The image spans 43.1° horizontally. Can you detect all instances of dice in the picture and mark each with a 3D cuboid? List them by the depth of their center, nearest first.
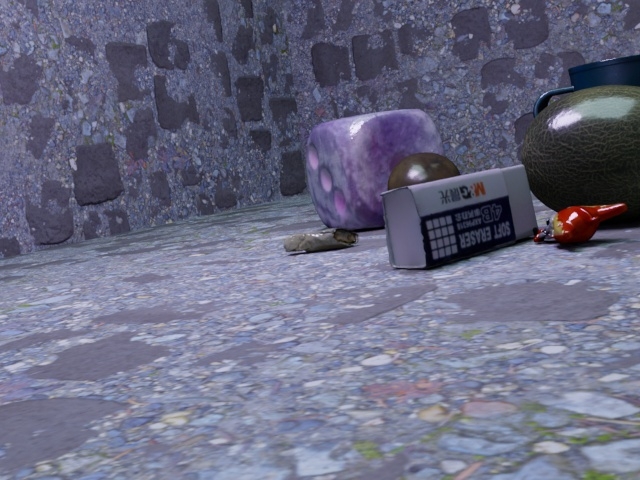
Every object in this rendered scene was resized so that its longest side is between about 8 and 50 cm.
[{"bbox_3d":[0.133,-0.174,1.993,0.270,0.270,0.271,-11,6,-23],"label":"dice"}]

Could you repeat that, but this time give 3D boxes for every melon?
[{"bbox_3d":[0.506,-0.150,1.404,0.302,0.237,0.237,-3,8,22],"label":"melon"}]

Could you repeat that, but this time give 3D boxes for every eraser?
[{"bbox_3d":[0.230,-0.042,1.303,0.287,0.130,0.086,-15,5,-38],"label":"eraser"}]

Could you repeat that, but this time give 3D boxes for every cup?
[{"bbox_3d":[0.612,-0.215,1.627,0.308,0.292,0.242,-11,6,-13],"label":"cup"}]

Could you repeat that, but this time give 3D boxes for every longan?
[{"bbox_3d":[0.229,-0.113,1.791,0.167,0.167,0.187,-6,5,23],"label":"longan"}]

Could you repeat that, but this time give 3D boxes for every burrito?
[{"bbox_3d":[0.000,0.000,1.620,0.149,0.041,0.055,-7,-7,10],"label":"burrito"}]

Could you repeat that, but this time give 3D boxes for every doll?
[{"bbox_3d":[0.384,-0.021,1.248,0.109,0.057,0.169,-25,-5,-11],"label":"doll"}]
